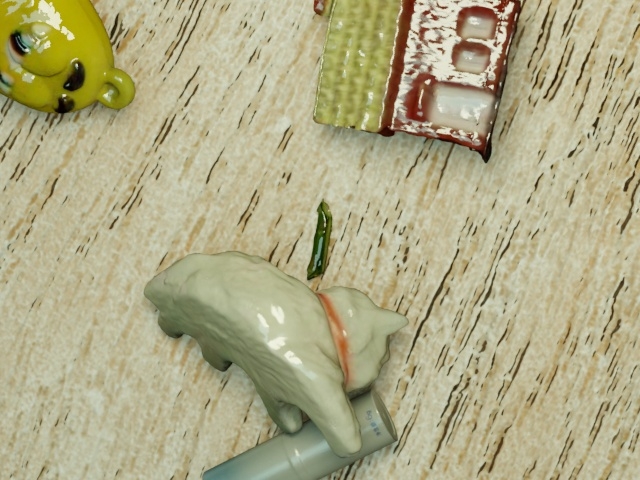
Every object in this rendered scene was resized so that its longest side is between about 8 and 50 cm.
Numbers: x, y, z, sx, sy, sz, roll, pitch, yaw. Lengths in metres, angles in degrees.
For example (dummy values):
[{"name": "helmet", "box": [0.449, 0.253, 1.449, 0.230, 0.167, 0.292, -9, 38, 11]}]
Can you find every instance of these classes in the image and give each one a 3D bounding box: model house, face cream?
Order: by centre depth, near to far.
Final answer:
[{"name": "model house", "box": [0.105, -0.216, 1.799, 0.254, 0.160, 0.196, 13, 96, 9]}, {"name": "face cream", "box": [-0.027, 0.278, 1.893, 0.250, 0.077, 0.077, -27, 90, 8]}]

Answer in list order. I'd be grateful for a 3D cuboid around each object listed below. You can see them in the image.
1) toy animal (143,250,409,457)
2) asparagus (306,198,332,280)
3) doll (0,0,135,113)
[{"name": "toy animal", "box": [-0.056, 0.098, 1.853, 0.188, 0.308, 0.266, -49, 118, -20]}, {"name": "asparagus", "box": [0.000, 0.000, 1.895, 0.021, 0.025, 0.108, 11, 96, 17]}, {"name": "doll", "box": [-0.433, -0.338, 1.858, 0.423, 0.161, 0.348, 10, 119, 27]}]
